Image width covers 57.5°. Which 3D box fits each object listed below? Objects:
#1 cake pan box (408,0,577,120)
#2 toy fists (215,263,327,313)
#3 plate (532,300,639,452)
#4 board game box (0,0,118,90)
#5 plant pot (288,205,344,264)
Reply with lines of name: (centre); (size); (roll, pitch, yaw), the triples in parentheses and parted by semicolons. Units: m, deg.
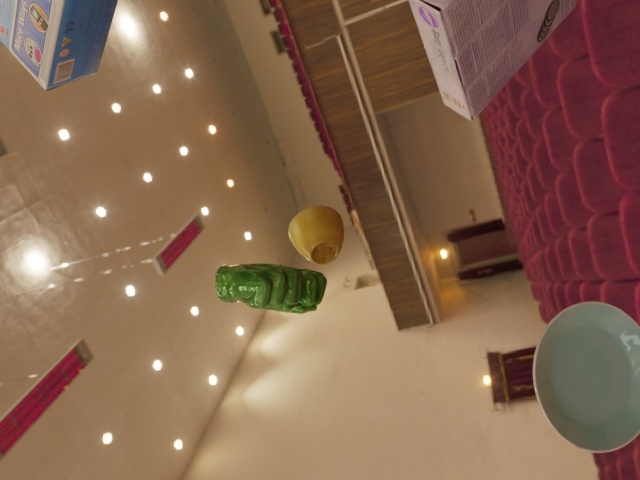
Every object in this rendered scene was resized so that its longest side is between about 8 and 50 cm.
cake pan box: (0.245, -0.329, 0.792); (0.070, 0.246, 0.267); (39, 180, 30)
toy fists: (-0.081, 0.097, 1.157); (0.279, 0.142, 0.096); (19, -111, -65)
plate: (0.348, 0.172, 0.746); (0.024, 0.188, 0.188); (156, 103, -73)
board game box: (-0.363, -0.395, 0.681); (0.302, 0.308, 0.086); (48, -132, 2)
plant pot: (0.000, 0.000, 1.359); (0.134, 0.134, 0.095); (60, -174, -40)
